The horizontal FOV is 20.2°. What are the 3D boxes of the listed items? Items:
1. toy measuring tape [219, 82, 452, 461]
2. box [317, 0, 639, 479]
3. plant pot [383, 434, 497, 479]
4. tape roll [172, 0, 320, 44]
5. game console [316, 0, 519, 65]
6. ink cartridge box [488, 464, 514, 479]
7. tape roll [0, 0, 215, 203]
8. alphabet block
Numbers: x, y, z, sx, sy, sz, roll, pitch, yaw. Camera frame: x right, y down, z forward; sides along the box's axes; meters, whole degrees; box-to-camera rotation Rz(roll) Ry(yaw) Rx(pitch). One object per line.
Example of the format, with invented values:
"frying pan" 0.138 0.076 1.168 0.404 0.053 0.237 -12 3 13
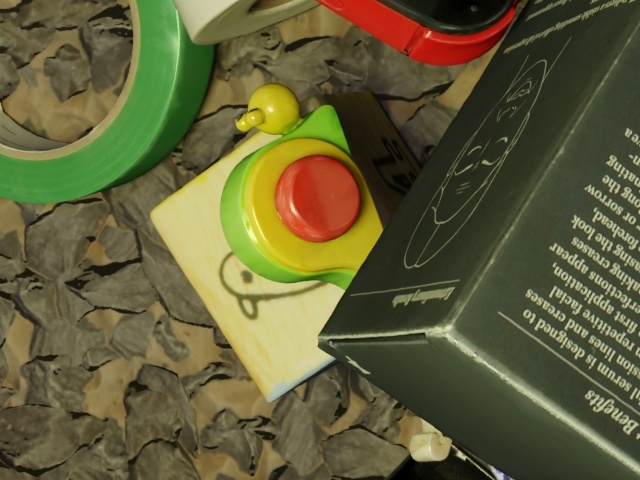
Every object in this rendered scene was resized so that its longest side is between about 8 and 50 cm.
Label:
"toy measuring tape" 0.000 0.034 1.429 0.121 0.121 0.330 -20 89 18
"box" 0.217 -0.035 1.298 0.212 0.293 0.395 36 78 -11
"plant pot" 0.099 0.317 1.609 0.187 0.188 0.167 38 117 10
"tape roll" -0.037 -0.296 1.542 0.246 0.246 0.169 -27 88 18
"game console" 0.059 -0.362 1.433 0.342 0.060 0.386 29 71 -5
"ink cartridge box" 0.275 0.050 1.486 0.371 0.069 0.176 -29 80 -6
"tape roll" -0.257 -0.198 1.693 0.321 0.077 0.321 5 102 23
"alphabet block" 0.000 0.000 1.591 0.192 0.193 0.197 -35 85 16
